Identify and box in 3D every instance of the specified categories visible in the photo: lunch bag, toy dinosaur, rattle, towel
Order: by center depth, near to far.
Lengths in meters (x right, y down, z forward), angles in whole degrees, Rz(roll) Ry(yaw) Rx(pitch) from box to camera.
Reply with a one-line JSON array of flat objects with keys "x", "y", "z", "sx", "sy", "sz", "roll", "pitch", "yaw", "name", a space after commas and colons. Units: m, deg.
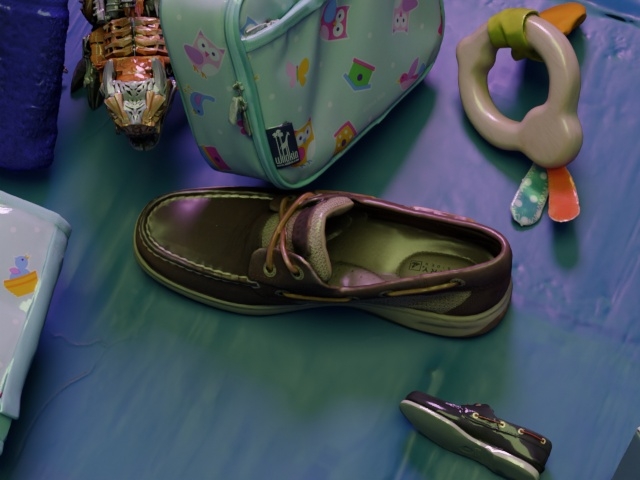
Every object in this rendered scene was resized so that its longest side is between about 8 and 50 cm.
[{"x": -0.354, "y": 0.062, "z": 1.337, "sx": 0.262, "sy": 0.160, "sz": 0.223, "roll": 9, "pitch": 65, "yaw": 13, "name": "lunch bag"}, {"x": -0.009, "y": -0.191, "z": 1.370, "sx": 0.107, "sy": 0.224, "sz": 0.279, "roll": 20, "pitch": 48, "yaw": 34, "name": "lunch bag"}, {"x": -0.150, "y": -0.225, "z": 1.426, "sx": 0.164, "sy": 0.218, "sz": 0.322, "roll": 15, "pitch": 67, "yaw": 10, "name": "toy dinosaur"}, {"x": -0.327, "y": -0.230, "z": 1.426, "sx": 0.227, "sy": 0.076, "sz": 0.308, "roll": 13, "pitch": 108, "yaw": 7, "name": "towel"}, {"x": 0.216, "y": -0.116, "z": 1.463, "sx": 0.130, "sy": 0.142, "sz": 0.200, "roll": -30, "pitch": 81, "yaw": 23, "name": "rattle"}]

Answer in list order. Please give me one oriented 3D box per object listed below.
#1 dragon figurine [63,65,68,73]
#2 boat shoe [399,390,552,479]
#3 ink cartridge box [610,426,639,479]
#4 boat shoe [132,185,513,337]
[{"x": -0.342, "y": -0.280, "z": 1.529, "sx": 0.289, "sy": 0.085, "sz": 0.144, "roll": 28, "pitch": 73, "yaw": 18, "name": "dragon figurine"}, {"x": 0.131, "y": 0.160, "z": 1.330, "sx": 0.133, "sy": 0.049, "sz": 0.042, "roll": 25, "pitch": 63, "yaw": 11, "name": "boat shoe"}, {"x": 0.352, "y": 0.165, "z": 1.258, "sx": 0.212, "sy": 0.154, "sz": 0.093, "roll": -26, "pitch": 67, "yaw": -9, "name": "ink cartridge box"}, {"x": 0.000, "y": 0.000, "z": 1.366, "sx": 0.342, "sy": 0.123, "sz": 0.123, "roll": 12, "pitch": 66, "yaw": 8, "name": "boat shoe"}]
